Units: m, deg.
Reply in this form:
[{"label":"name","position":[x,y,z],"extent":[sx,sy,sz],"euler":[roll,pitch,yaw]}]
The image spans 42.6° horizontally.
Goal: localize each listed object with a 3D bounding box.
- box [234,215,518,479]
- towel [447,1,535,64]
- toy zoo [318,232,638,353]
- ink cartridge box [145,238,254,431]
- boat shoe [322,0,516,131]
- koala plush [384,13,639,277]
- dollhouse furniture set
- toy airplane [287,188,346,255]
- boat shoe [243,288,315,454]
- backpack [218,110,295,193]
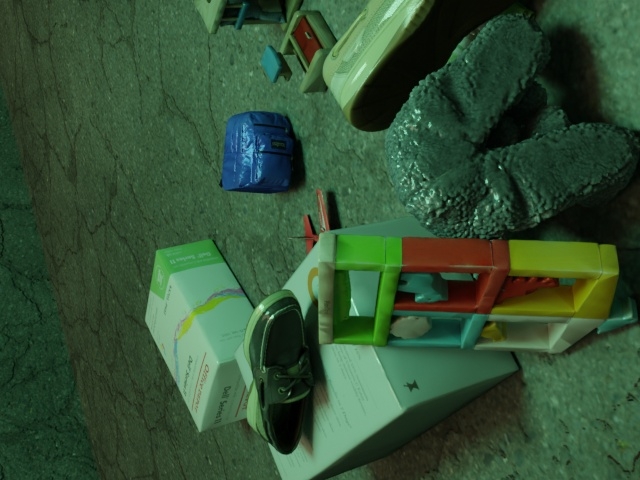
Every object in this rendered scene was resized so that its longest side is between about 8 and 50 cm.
[{"label":"box","position":[0.048,0.150,1.028],"extent":[0.215,0.168,0.345],"euler":[66,148,20]},{"label":"towel","position":[0.160,-0.191,0.868],"extent":[0.113,0.023,0.152],"euler":[47,137,40]},{"label":"toy zoo","position":[0.144,0.055,0.758],"extent":[0.192,0.293,0.030],"euler":[88,-176,-62]},{"label":"ink cartridge box","position":[-0.193,0.194,1.487],"extent":[0.353,0.119,0.207],"euler":[54,141,35]},{"label":"boat shoe","position":[0.111,-0.243,0.774],"extent":[0.302,0.109,0.098],"euler":[-49,51,24]},{"label":"koala plush","position":[0.145,-0.062,0.797],"extent":[0.196,0.203,0.221],"euler":[54,166,10]},{"label":"dollhouse furniture set","position":[-0.064,-0.306,1.093],"extent":[0.184,0.129,0.129],"euler":[63,146,25]},{"label":"toy airplane","position":[0.000,0.000,1.191],"extent":[0.151,0.028,0.151],"euler":[24,119,54]},{"label":"boat shoe","position":[-0.040,0.156,0.940],"extent":[0.073,0.080,0.224],"euler":[42,139,38]},{"label":"backpack","position":[-0.086,-0.134,1.227],"extent":[0.101,0.098,0.120],"euler":[-3,85,50]}]
